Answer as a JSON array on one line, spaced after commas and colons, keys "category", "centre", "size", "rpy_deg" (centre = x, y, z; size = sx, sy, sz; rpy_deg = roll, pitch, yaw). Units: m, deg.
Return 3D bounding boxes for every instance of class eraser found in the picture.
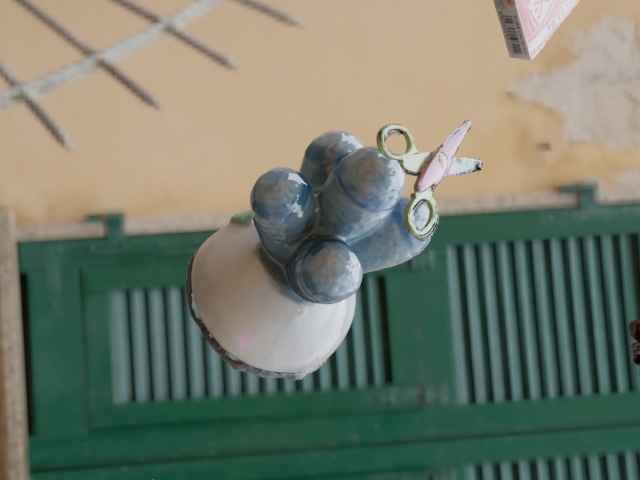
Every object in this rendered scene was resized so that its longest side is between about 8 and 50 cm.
[{"category": "eraser", "centre": [0.242, -0.347, 1.688], "size": [0.157, 0.038, 0.230], "rpy_deg": [-50, 135, -32]}]

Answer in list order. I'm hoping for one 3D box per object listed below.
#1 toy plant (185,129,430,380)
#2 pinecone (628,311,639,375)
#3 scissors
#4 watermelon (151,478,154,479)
[{"category": "toy plant", "centre": [0.000, 0.000, 1.814], "size": [0.332, 0.247, 0.247], "rpy_deg": [-49, -141, 45]}, {"category": "pinecone", "centre": [0.430, 0.121, 1.691], "size": [0.121, 0.140, 0.140], "rpy_deg": [37, -45, 51]}, {"category": "scissors", "centre": [0.131, -0.085, 1.640], "size": [0.187, 0.020, 0.133], "rpy_deg": [-30, 103, -51]}, {"category": "watermelon", "centre": [-0.204, 0.372, 1.949], "size": [0.109, 0.109, 0.109], "rpy_deg": [176, -90, -84]}]
